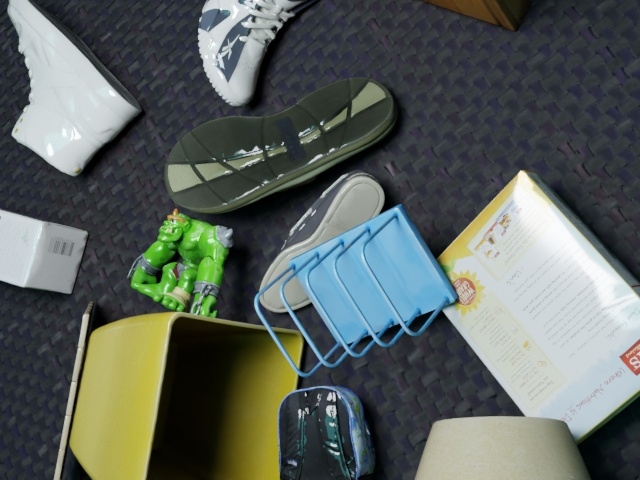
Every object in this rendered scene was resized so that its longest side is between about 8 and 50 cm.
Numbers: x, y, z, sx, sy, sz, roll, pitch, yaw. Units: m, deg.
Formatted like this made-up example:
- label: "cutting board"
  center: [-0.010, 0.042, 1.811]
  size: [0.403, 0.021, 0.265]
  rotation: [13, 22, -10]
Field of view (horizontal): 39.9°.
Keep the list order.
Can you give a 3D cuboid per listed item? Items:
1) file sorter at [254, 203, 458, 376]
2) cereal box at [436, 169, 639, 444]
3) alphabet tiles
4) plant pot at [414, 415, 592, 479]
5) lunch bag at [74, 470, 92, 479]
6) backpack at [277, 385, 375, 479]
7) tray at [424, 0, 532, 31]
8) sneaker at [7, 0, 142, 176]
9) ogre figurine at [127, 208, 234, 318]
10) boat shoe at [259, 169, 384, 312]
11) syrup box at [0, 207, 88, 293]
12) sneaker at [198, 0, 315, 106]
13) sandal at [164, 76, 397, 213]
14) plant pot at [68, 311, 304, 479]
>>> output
- label: "file sorter"
  center: [0.033, 0.062, 0.943]
  size: [0.170, 0.104, 0.118]
  rotation: [-27, 99, 38]
- label: "cereal box"
  center: [0.233, 0.072, 0.902]
  size: [0.173, 0.047, 0.240]
  rotation: [-48, 64, 26]
- label: "alphabet tiles"
  center: [-0.311, 0.200, 1.108]
  size: [0.009, 0.198, 0.237]
  rotation: [11, 88, -13]
- label: "plant pot"
  center: [0.167, 0.305, 0.805]
  size: [0.256, 0.256, 0.274]
  rotation: [-8, 71, 25]
- label: "lunch bag"
  center: [-0.295, 0.341, 1.134]
  size: [0.083, 0.053, 0.071]
  rotation: [11, 84, 37]
- label: "backpack"
  center: [0.005, 0.220, 0.985]
  size: [0.105, 0.084, 0.114]
  rotation: [-10, 81, 24]
- label: "tray"
  center: [0.068, -0.340, 0.874]
  size: [0.202, 0.411, 0.076]
  rotation: [28, 94, 28]
- label: "sneaker"
  center: [-0.400, -0.221, 1.262]
  size: [0.169, 0.108, 0.292]
  rotation: [-46, 65, 9]
- label: "ogre figurine"
  center: [-0.170, 0.027, 1.106]
  size: [0.118, 0.096, 0.197]
  rotation: [-65, 17, -7]
- label: "boat shoe"
  center: [0.000, 0.000, 1.057]
  size: [0.206, 0.075, 0.065]
  rotation: [-50, 20, 16]
- label: "syrup box"
  center: [-0.458, 0.003, 1.256]
  size: [0.236, 0.093, 0.096]
  rotation: [14, 87, 28]
- label: "sneaker"
  center: [-0.065, -0.292, 1.111]
  size: [0.153, 0.094, 0.235]
  rotation: [-9, 66, 34]
- label: "sandal"
  center: [-0.047, -0.102, 1.080]
  size: [0.302, 0.086, 0.120]
  rotation: [-17, 67, 8]
- label: "plant pot"
  center: [-0.170, 0.191, 1.022]
  size: [0.187, 0.212, 0.212]
  rotation: [3, 82, 40]
